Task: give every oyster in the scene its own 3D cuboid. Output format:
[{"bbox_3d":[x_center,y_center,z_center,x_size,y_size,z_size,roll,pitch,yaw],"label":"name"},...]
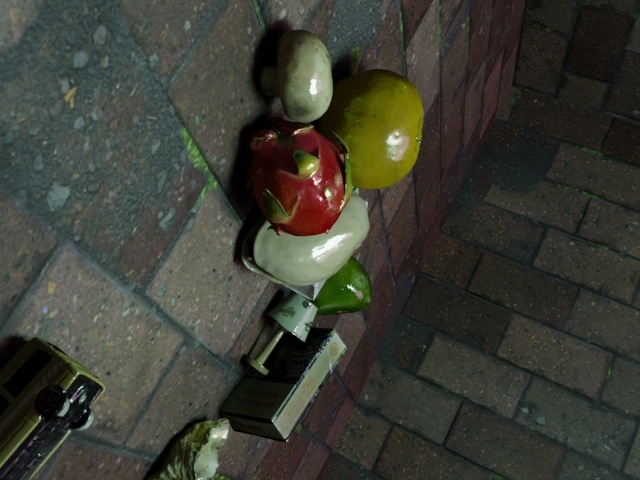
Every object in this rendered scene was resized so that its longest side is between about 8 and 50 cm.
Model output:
[{"bbox_3d":[-0.306,0.517,1.502,0.341,0.110,0.166,-58,165,-34],"label":"oyster"}]

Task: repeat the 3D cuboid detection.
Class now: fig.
[{"bbox_3d":[0.032,0.081,1.859,0.203,0.203,0.235,36,45,-71],"label":"fig"}]

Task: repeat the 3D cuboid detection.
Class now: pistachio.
[{"bbox_3d":[-0.029,-0.016,1.508,0.332,0.207,0.226,-31,113,-30],"label":"pistachio"}]

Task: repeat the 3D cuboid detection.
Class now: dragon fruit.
[{"bbox_3d":[-0.042,-0.124,1.332,0.224,0.224,0.227,-45,137,-48],"label":"dragon fruit"}]

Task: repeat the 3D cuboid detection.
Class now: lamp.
[{"bbox_3d":[-0.099,0.236,1.729,0.215,0.121,0.121,-54,159,-10],"label":"lamp"}]

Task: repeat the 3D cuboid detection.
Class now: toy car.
[{"bbox_3d":[-0.409,0.256,0.893,0.257,0.124,0.101,-51,157,-17],"label":"toy car"}]

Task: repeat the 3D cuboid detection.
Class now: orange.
[{"bbox_3d":[0.116,-0.257,1.574,0.279,0.235,0.279,10,90,-79],"label":"orange"}]

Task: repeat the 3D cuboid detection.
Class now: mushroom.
[{"bbox_3d":[-0.041,-0.301,1.255,0.166,0.127,0.166,3,90,-85],"label":"mushroom"}]

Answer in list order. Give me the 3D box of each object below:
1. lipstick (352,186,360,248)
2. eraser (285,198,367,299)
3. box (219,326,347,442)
[{"bbox_3d":[0.076,-0.075,1.915,0.076,0.076,0.304,-59,160,-23],"label":"lipstick"},{"bbox_3d":[0.000,0.000,1.707,0.287,0.130,0.086,-58,162,-28],"label":"eraser"},{"bbox_3d":[-0.093,0.355,1.746,0.310,0.198,0.084,-52,124,-36],"label":"box"}]
